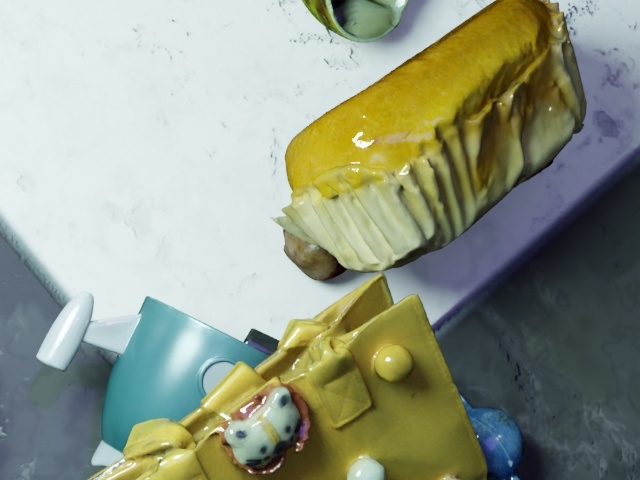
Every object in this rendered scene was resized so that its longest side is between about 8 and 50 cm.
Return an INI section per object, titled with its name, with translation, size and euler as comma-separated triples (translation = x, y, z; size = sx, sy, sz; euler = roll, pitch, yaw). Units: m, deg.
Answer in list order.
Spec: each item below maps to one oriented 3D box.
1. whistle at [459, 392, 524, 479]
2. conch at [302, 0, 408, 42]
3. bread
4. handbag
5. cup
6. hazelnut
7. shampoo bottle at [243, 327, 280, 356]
[whistle]
translation = 0.162, 0.203, 1.502
size = 0.090, 0.090, 0.158
euler = -37, 86, -21
[conch]
translation = 0.051, -0.321, 1.614
size = 0.181, 0.124, 0.187
euler = -11, 100, -26
[bread]
translation = 0.127, -0.127, 1.477
size = 0.388, 0.236, 0.183
euler = -45, 116, -42
[handbag]
translation = -0.039, 0.239, 1.339
size = 0.401, 0.133, 0.283
euler = -33, 124, -19
[cup]
translation = -0.139, 0.165, 1.400
size = 0.300, 0.167, 0.173
euler = 29, 82, -20
[hazelnut]
translation = 0.000, 0.000, 1.528
size = 0.086, 0.086, 0.086
euler = 4, 73, -13
[shampoo bottle]
translation = -0.020, 0.138, 1.505
size = 0.137, 0.027, 0.048
euler = 28, 71, -5
